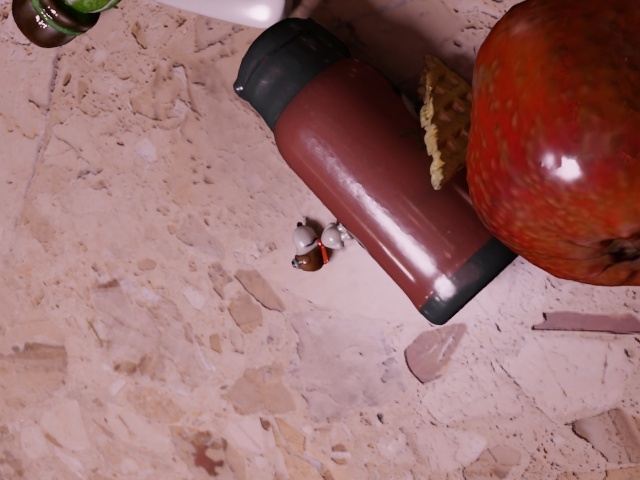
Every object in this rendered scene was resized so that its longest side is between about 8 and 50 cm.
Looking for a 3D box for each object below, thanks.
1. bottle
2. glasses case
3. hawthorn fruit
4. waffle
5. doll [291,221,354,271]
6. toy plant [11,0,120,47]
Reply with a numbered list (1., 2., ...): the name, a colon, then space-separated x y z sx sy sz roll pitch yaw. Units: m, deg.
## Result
1. bottle: 0.052 -0.079 0.993 0.336 0.144 0.144 46 122 8
2. glasses case: -0.116 -0.281 1.076 0.193 0.049 0.074 19 114 24
3. hawthorn fruit: 0.249 -0.097 0.813 0.276 0.299 0.275 -3 135 -3
4. waffle: 0.102 -0.114 0.927 0.125 0.191 0.032 45 125 9
5. doll: 0.004 0.005 1.112 0.085 0.040 0.058 -5 93 30
6. toy plant: -0.277 -0.291 1.137 0.162 0.093 0.092 -29 91 29
